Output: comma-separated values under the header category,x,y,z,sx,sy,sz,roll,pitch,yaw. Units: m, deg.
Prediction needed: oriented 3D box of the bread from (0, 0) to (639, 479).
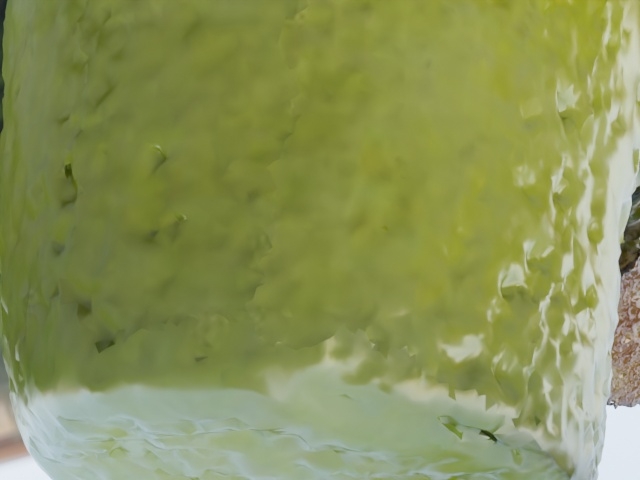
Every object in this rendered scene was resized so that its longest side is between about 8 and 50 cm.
category,x,y,z,sx,sy,sz,roll,pitch,yaw
bread,0.000,0.000,0.834,0.348,0.307,0.348,2,159,1

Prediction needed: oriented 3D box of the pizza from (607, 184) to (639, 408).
category,x,y,z,sx,sy,sz,roll,pitch,yaw
pizza,0.173,0.054,1.061,0.195,0.185,0.052,-18,-147,-28
